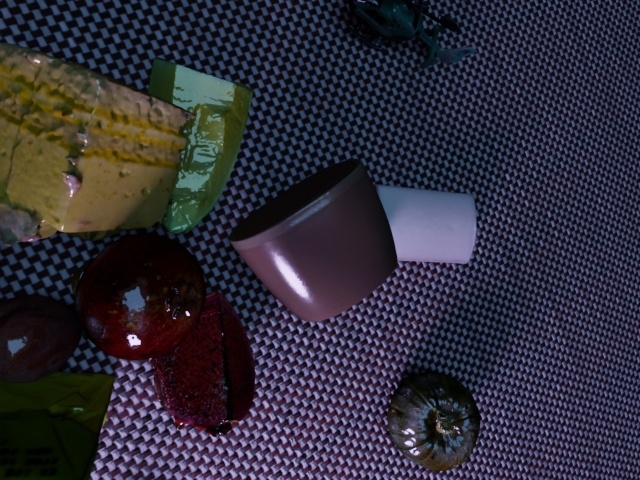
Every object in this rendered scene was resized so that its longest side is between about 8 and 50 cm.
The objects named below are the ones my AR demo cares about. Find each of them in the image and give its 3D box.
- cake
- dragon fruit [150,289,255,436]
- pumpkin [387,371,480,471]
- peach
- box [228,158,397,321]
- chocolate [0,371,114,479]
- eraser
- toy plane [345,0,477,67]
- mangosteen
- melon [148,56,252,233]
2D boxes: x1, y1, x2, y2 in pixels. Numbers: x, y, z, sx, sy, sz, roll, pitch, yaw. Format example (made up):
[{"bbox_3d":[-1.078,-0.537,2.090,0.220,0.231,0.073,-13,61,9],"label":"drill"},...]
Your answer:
[{"bbox_3d":[-0.378,-0.121,0.653,0.222,0.227,0.286,23,99,17],"label":"cake"},{"bbox_3d":[-0.210,0.250,0.789,0.189,0.163,0.262,21,43,-42],"label":"dragon fruit"},{"bbox_3d":[0.267,0.421,0.957,0.223,0.157,0.224,1,83,-10],"label":"pumpkin"},{"bbox_3d":[-0.491,0.158,0.701,0.152,0.152,0.152,0,90,-20],"label":"peach"},{"bbox_3d":[0.000,0.000,0.807,0.301,0.301,0.216,-38,108,-16],"label":"box"},{"bbox_3d":[-0.503,0.326,0.623,0.300,0.289,0.137,10,98,-20],"label":"chocolate"},{"bbox_3d":[0.237,-0.036,0.979,0.270,0.095,0.174,3,89,-20],"label":"eraser"},{"bbox_3d":[0.193,-0.501,0.938,0.381,0.155,0.106,19,83,-36],"label":"toy plane"},{"bbox_3d":[-0.332,0.095,0.721,0.215,0.257,0.215,-4,95,-59],"label":"mangosteen"},{"bbox_3d":[-0.254,-0.175,0.791,0.196,0.124,0.324,11,90,-14],"label":"melon"}]
